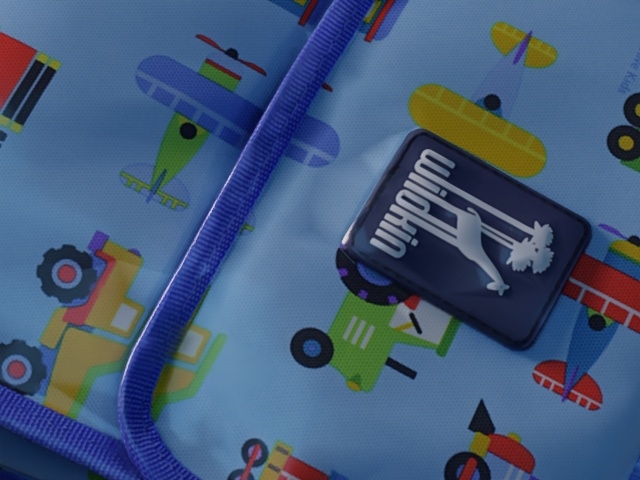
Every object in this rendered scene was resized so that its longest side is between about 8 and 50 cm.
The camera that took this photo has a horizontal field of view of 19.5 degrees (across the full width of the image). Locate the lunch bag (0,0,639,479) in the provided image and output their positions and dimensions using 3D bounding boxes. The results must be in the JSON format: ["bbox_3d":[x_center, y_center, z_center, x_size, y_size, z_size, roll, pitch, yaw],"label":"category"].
[{"bbox_3d":[0.000,0.000,0.589,0.293,0.138,0.221,22,67,14],"label":"lunch bag"}]
